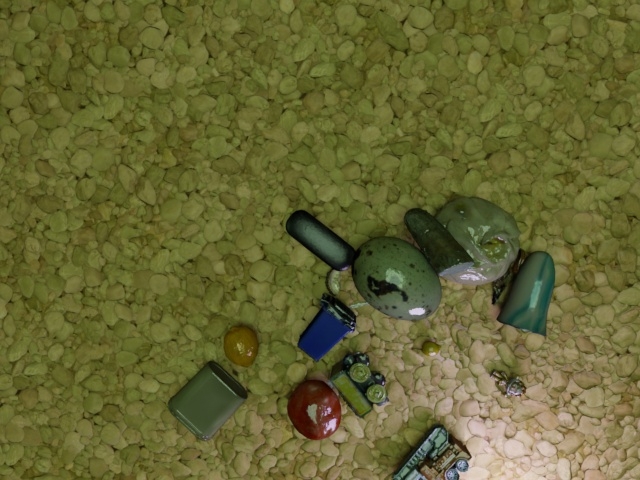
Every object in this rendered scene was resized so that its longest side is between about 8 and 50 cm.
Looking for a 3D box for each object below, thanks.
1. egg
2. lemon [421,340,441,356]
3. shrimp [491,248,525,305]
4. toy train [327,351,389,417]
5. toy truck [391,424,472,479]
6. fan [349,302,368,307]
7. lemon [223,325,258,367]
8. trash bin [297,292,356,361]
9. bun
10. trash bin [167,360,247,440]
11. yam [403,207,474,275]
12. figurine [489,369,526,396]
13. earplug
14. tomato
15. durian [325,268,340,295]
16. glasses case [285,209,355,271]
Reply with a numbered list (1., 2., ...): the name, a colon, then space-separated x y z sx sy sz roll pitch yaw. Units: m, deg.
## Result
1. egg: 0.294 0.148 1.554 0.379 0.287 0.287 38 94 -11
2. lemon: 0.462 0.452 1.679 0.084 0.062 0.062 -15 93 2
3. shrimp: 0.744 0.147 1.628 0.066 0.117 0.261 22 98 13
4. toy train: 0.163 0.590 1.665 0.177 0.134 0.260 -38 92 10
5. toy truck: 0.449 0.946 1.681 0.184 0.133 0.338 45 91 9
6. fan: 0.285 0.253 1.697 0.330 0.009 0.190 -8 94 2
7. lemon: -0.327 0.441 1.661 0.142 0.142 0.186 -17 98 3
8. trash bin: 0.016 0.354 1.642 0.184 0.162 0.234 40 100 -1
9. bun: 0.597 0.005 1.570 0.366 0.219 0.364 0 90 2
10. trash bin: -0.471 0.674 1.692 0.243 0.121 0.247 44 91 -1
11. yam: 0.418 0.001 1.488 0.133 0.133 0.330 -33 54 3
12. figurine: 0.783 0.601 1.682 0.143 0.068 0.101 7 90 13
13. earplug: 0.843 0.197 1.602 0.185 0.185 0.323 17 90 0
14. tomato: -0.034 0.685 1.630 0.232 0.189 0.231 4 96 39
15. durian: 0.051 0.168 1.676 0.066 0.052 0.130 2 86 4
16. glasses case: 0.000 0.000 1.651 0.321 0.082 0.122 38 94 0
